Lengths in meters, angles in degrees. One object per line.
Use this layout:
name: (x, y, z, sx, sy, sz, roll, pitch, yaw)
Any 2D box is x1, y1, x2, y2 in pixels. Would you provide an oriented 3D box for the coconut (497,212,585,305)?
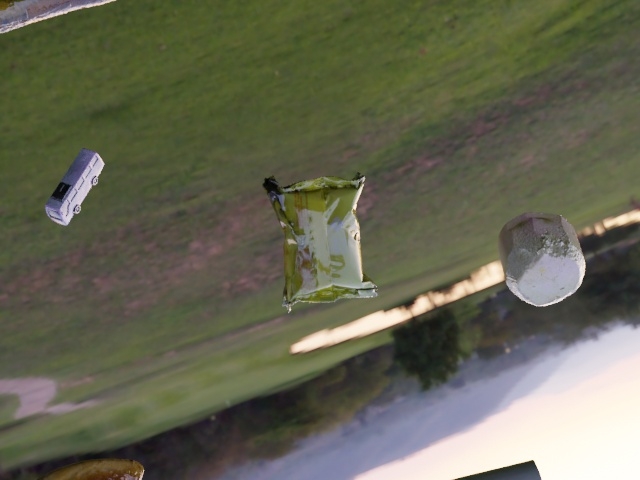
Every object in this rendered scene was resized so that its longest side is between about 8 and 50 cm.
coconut: (0.314, 0.020, 1.425, 0.116, 0.116, 0.122, -24, -149, 13)

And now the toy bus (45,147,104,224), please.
toy bus: (-0.409, -0.091, 1.660, 0.037, 0.130, 0.052, 19, 155, 18)

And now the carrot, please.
carrot: (-0.413, -0.374, 1.537, 0.260, 0.070, 0.070, -22, 170, -15)

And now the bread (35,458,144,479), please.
bread: (-0.313, 0.339, 1.288, 0.136, 0.154, 0.054, 33, 143, -28)

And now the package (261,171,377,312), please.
package: (0.000, 0.000, 1.600, 0.168, 0.226, 0.090, -6, -170, -1)

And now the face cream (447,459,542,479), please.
face cream: (0.133, 0.318, 1.143, 0.250, 0.077, 0.077, -15, 169, 3)
